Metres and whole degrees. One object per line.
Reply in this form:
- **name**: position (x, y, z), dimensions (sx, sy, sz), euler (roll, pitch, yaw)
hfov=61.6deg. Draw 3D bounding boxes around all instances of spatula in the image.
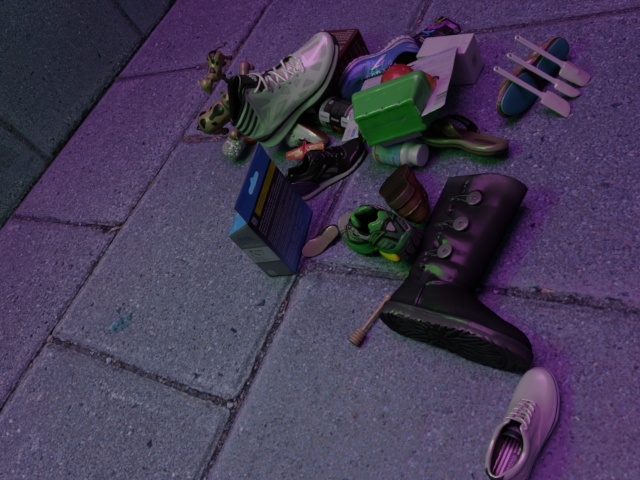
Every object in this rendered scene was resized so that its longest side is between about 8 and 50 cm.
- **spatula**: position (0.617, -0.465, 1.495), dimensions (0.242, 0.019, 0.168), euler (33, 79, 6)

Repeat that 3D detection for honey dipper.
- **honey dipper**: position (0.131, 0.199, 1.370), dimensions (0.030, 0.030, 0.161), euler (25, 68, 43)

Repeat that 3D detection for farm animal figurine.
- **farm animal figurine**: position (-0.356, -0.520, 2.001), dimensions (0.330, 0.172, 0.327), euler (45, 112, 13)

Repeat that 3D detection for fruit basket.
- **fruit basket**: position (0.244, -0.436, 1.614), dimensions (0.326, 0.165, 0.353), euler (-13, 33, 31)

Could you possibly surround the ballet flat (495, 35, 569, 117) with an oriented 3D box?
- **ballet flat**: position (0.596, -0.468, 1.566), dimensions (0.316, 0.108, 0.106), euler (-43, 24, -12)

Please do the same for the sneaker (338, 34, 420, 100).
- **sneaker**: position (0.211, -0.588, 1.875), dimensions (0.330, 0.130, 0.147), euler (-33, 42, 6)

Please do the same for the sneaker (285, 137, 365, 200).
- **sneaker**: position (0.015, -0.252, 1.734), dimensions (0.283, 0.124, 0.107), euler (-38, 45, 1)

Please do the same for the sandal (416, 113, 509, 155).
- **sandal**: position (0.400, -0.318, 1.541), dimensions (0.302, 0.086, 0.120), euler (22, 44, 38)

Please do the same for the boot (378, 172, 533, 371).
- **boot**: position (0.385, 0.046, 1.260), dimensions (0.366, 0.146, 0.445), euler (16, 61, 38)

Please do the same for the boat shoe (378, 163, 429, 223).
- **boat shoe**: position (0.235, -0.122, 1.482), dimensions (0.110, 0.104, 0.307), euler (-44, 12, 22)

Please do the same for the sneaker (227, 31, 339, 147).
- **sneaker**: position (-0.136, -0.525, 1.774), dimensions (0.448, 0.257, 0.169), euler (-52, 56, 16)

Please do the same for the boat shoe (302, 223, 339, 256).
- **boat shoe**: position (0.001, 0.001, 1.603), dimensions (0.133, 0.049, 0.042), euler (-41, 7, 13)

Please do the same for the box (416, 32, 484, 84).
- **box**: position (0.418, -0.581, 1.732), dimensions (0.170, 0.130, 0.091), euler (12, 64, 38)

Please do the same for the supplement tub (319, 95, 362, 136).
- **supplement tub**: position (0.094, -0.418, 1.822), dimensions (0.117, 0.117, 0.190), euler (-50, 45, -11)

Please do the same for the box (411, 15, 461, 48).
- **box**: position (0.407, -0.737, 1.937), dimensions (0.162, 0.029, 0.116), euler (-37, 44, 4)

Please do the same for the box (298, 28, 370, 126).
- **box**: position (0.010, -0.615, 2.021), dimensions (0.191, 0.143, 0.381), euler (15, 63, 39)

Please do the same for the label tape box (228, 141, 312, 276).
- **label tape box**: position (-0.165, -0.083, 1.566), dimensions (0.105, 0.334, 0.241), euler (-6, 53, 29)

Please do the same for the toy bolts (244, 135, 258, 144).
- **toy bolts**: position (-0.255, -0.517, 2.097), dimensions (0.228, 0.158, 0.218), euler (-24, 46, 15)

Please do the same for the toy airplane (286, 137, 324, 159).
- **toy airplane**: position (-0.046, -0.282, 1.839), dimensions (0.151, 0.028, 0.151), euler (-6, 77, 27)

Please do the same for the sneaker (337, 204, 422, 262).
- **sneaker**: position (0.131, -0.048, 1.440), dimensions (0.134, 0.146, 0.343), euler (-53, 21, -10)

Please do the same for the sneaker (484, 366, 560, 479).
- **sneaker**: position (0.391, 0.355, 1.028), dimensions (0.094, 0.091, 0.258), euler (9, 62, 38)

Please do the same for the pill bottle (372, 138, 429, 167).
- **pill bottle**: position (0.243, -0.268, 1.627), dimensions (0.160, 0.087, 0.087), euler (18, 67, 41)

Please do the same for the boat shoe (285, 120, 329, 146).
- **boat shoe**: position (-0.084, -0.380, 1.935), dimensions (0.277, 0.098, 0.096), euler (32, 107, 35)
